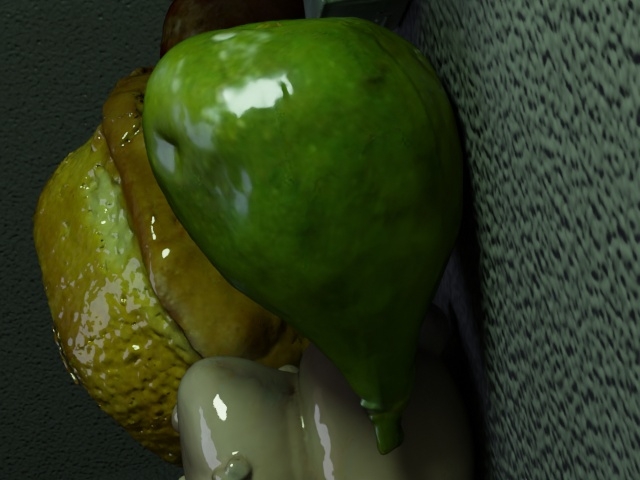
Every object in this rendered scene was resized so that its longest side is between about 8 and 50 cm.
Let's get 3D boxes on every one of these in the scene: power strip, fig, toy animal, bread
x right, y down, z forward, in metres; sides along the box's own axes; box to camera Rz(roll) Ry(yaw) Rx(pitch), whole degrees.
[{"bbox_3d":[0.030,-0.196,1.435,0.175,0.075,0.042,114,147,-80],"label":"power strip"},{"bbox_3d":[-0.037,-0.160,1.655,0.205,0.205,0.205,170,90,-83],"label":"fig"},{"bbox_3d":[-0.005,-0.026,1.373,0.233,0.233,0.314,-109,7,-54],"label":"fig"},{"bbox_3d":[-0.006,0.165,1.495,0.229,0.221,0.210,-7,89,50],"label":"toy animal"},{"bbox_3d":[-0.094,0.025,1.766,0.398,0.215,0.398,42,-154,-26],"label":"bread"}]
